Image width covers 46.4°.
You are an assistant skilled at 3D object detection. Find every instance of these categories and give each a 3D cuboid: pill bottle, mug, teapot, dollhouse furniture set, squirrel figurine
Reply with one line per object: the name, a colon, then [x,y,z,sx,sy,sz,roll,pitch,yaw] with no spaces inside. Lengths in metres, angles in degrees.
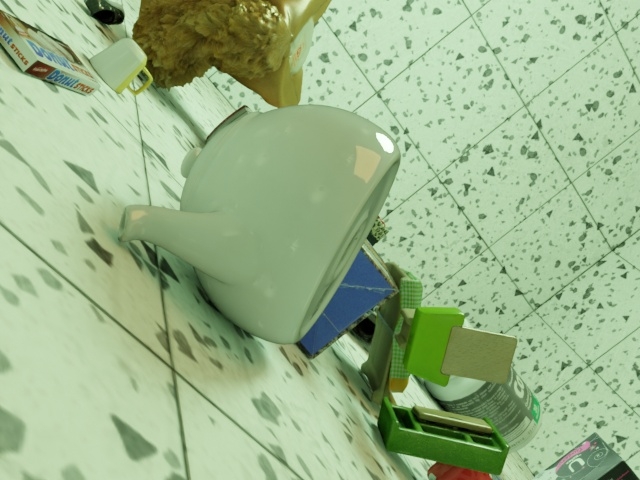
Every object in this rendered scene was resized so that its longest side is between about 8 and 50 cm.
pill bottle: [0.391,0.364,1.897,0.361,0.204,0.204,49,5,-25]
mug: [-0.279,-0.251,1.062,0.062,0.064,0.078,52,4,14]
teapot: [-0.049,-0.037,0.734,0.187,0.252,0.256,29,-17,9]
dollhouse furniture set: [0.164,0.161,1.055,0.152,0.197,0.301,12,8,-6]
squirrel figurine: [-0.221,-0.438,1.497,0.371,0.280,0.397,22,22,11]

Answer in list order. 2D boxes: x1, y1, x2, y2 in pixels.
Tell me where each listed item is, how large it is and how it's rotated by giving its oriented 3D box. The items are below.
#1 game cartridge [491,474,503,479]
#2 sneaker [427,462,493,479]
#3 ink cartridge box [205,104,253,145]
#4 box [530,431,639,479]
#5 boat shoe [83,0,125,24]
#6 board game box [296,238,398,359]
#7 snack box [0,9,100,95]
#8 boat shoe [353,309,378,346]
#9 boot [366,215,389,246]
game cartridge: [0.299,0.451,1.252,0.196,0.060,0.294,53,3,-27]
sneaker: [0.233,0.370,1.047,0.128,0.087,0.221,53,6,38]
ink cartridge box: [-0.116,-0.139,1.430,0.207,0.117,0.283,50,4,-16]
box: [0.493,0.512,1.432,0.142,0.247,0.163,52,4,-3]
boat shoe: [-0.401,-0.424,1.396,0.142,0.049,0.040,-2,72,-82]
board game box: [-0.027,0.002,1.042,0.232,0.141,0.291,51,4,-3]
snack box: [-0.287,-0.193,0.787,0.064,0.022,0.178,52,4,-1]
boat shoe: [0.070,0.134,1.415,0.112,0.095,0.335,4,-38,44]
boot: [0.087,0.027,1.732,0.085,0.179,0.236,54,5,29]
